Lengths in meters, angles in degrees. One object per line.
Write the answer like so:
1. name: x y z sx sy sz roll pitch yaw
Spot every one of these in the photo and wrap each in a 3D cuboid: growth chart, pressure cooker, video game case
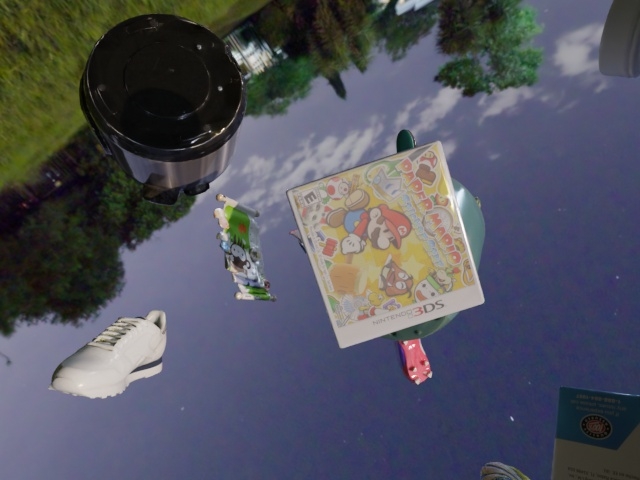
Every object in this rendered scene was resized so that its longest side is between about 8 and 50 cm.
1. growth chart: -0.165 0.022 0.976 0.021 0.237 0.172 -15 170 23
2. pressure cooker: -0.391 -0.316 1.186 0.370 0.375 0.420 -38 -178 -17
3. video game case: 0.088 0.009 0.591 0.207 0.226 0.026 -18 -171 1

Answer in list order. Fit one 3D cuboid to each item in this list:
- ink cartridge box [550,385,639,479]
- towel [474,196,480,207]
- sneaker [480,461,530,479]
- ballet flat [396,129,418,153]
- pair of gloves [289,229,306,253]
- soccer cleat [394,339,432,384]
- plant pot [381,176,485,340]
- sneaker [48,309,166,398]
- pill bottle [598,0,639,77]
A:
1. ink cartridge box: 0.371 0.321 0.457 0.198 0.197 0.269 -10 -126 50
2. towel: 0.459 -0.049 1.384 0.110 0.027 0.148 124 -25 -64
3. sneaker: 0.383 0.492 0.879 0.091 0.126 0.240 -41 -163 -10
4. ballet flat: 0.280 -0.245 1.373 0.074 0.074 0.203 -21 -119 25
5. pair of gloves: 0.000 0.000 1.392 0.159 0.023 0.198 37 -150 29
6. soccer cleat: 0.203 0.227 1.072 0.083 0.247 0.095 -22 -162 -19
7. plant pot: 0.153 0.041 0.837 0.293 0.292 0.235 -19 -156 28
8. sneaker: -0.297 0.158 0.651 0.235 0.090 0.094 18 89 -86
9. pill bottle: 0.391 -0.188 0.406 0.222 0.124 0.124 23 -118 40
